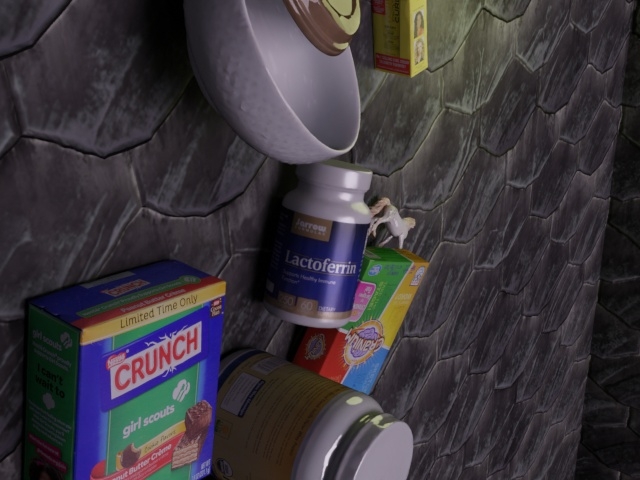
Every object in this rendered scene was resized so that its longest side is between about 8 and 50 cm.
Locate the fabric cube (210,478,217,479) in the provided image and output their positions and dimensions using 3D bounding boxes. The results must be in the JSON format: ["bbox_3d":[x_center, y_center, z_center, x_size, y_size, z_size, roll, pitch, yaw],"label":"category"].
[{"bbox_3d":[-0.093,0.550,1.565,0.258,0.254,0.259,-14,118,-49],"label":"fabric cube"}]

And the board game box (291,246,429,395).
[{"bbox_3d":[0.066,0.166,1.747,0.242,0.064,0.317,3,114,-57],"label":"board game box"}]

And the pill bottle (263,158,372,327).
[{"bbox_3d":[0.000,0.000,1.533,0.153,0.153,0.265,-4,108,-56],"label":"pill bottle"}]

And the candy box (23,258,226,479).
[{"bbox_3d":[-0.264,0.211,1.262,0.268,0.122,0.317,-18,119,-52],"label":"candy box"}]

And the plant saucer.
[{"bbox_3d":[-0.010,-0.389,1.256,0.278,0.041,0.278,49,33,-47],"label":"plant saucer"}]

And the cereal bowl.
[{"bbox_3d":[-0.079,-0.256,1.239,0.339,0.141,0.339,47,36,-49],"label":"cereal bowl"}]

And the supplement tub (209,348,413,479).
[{"bbox_3d":[-0.033,0.325,1.489,0.228,0.316,0.229,-31,130,-46],"label":"supplement tub"}]

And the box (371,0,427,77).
[{"bbox_3d":[0.136,-0.406,1.602,0.058,0.087,0.232,-38,136,-39],"label":"box"}]

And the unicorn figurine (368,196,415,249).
[{"bbox_3d":[0.142,-0.025,1.827,0.111,0.060,0.162,-53,147,-20],"label":"unicorn figurine"}]
